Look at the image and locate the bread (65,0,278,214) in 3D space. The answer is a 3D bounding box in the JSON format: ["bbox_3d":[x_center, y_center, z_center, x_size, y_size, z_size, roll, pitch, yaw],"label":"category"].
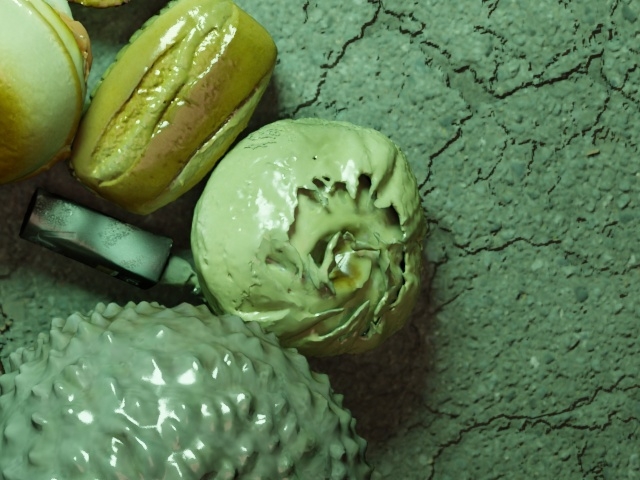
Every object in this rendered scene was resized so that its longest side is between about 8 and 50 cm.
[{"bbox_3d":[-0.148,-0.133,1.442,0.140,0.106,0.236,37,92,-18],"label":"bread"}]

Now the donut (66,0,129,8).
[{"bbox_3d":[-0.227,-0.308,1.407,0.184,0.073,0.166,4,99,-14],"label":"donut"}]

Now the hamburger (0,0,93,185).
[{"bbox_3d":[-0.323,-0.150,1.368,0.236,0.147,0.237,10,124,15],"label":"hamburger"}]

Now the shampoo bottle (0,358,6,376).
[{"bbox_3d":[-0.320,0.233,1.498,0.068,0.067,0.236,-10,105,10],"label":"shampoo bottle"}]

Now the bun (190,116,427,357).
[{"bbox_3d":[0.000,0.000,1.456,0.259,0.152,0.259,-4,101,-21],"label":"bun"}]

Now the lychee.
[{"bbox_3d":[-0.140,0.232,1.348,0.380,0.432,0.380,-9,113,-23],"label":"lychee"}]

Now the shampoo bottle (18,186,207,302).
[{"bbox_3d":[-0.198,0.007,1.484,0.207,0.057,0.063,23,82,-18],"label":"shampoo bottle"}]
